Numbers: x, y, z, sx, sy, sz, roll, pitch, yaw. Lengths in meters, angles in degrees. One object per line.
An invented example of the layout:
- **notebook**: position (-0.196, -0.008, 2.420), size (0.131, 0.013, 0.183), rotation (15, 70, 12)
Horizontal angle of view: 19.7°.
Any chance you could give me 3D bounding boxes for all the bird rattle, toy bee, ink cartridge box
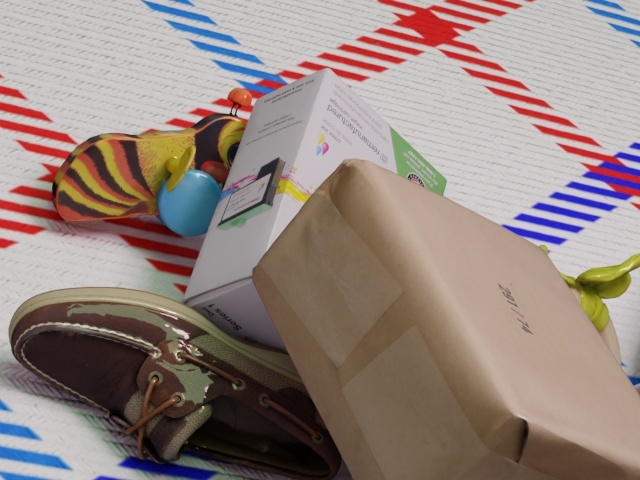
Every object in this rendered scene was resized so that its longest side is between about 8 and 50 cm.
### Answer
- **bird rattle**: position (0.261, 0.116, 1.956), size (0.253, 0.143, 0.207), rotation (-43, 117, -51)
- **toy bee**: position (-0.134, -0.088, 1.974), size (0.298, 0.162, 0.195), rotation (3, 7, -36)
- **ink cartridge box**: position (0.000, 0.000, 1.876), size (0.201, 0.117, 0.278), rotation (41, 48, -29)

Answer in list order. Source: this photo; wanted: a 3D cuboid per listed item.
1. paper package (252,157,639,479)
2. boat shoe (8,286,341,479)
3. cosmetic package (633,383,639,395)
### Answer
- **paper package**: position (0.138, 0.124, 1.661), size (0.309, 0.168, 0.325), rotation (22, 29, -45)
- **boat shoe**: position (-0.134, 0.149, 1.747), size (0.342, 0.123, 0.123), rotation (22, 37, -15)
- **cosmetic package**: position (0.528, 0.269, 1.721), size (0.394, 0.327, 0.329), rotation (3, 74, -27)
